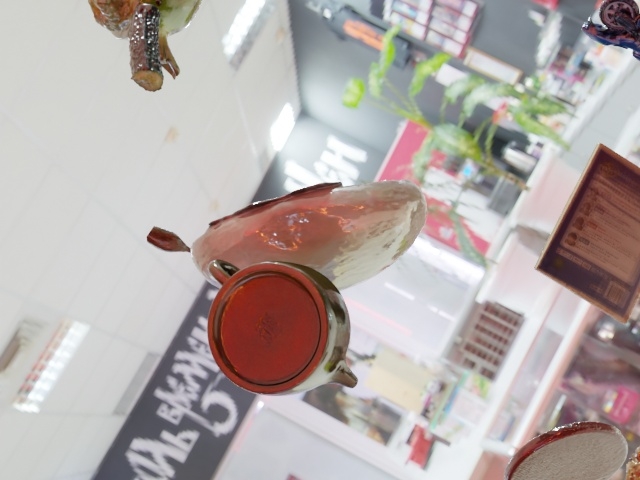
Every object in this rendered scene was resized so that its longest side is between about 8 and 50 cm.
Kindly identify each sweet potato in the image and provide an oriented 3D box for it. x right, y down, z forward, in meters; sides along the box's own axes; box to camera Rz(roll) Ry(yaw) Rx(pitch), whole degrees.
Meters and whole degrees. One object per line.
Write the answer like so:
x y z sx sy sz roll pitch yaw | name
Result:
-0.327 0.006 2.050 0.049 0.117 0.049 -53 22 32 | sweet potato

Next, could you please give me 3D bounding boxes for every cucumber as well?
-0.300 -0.334 1.599 0.058 0.058 0.187 111 156 -46 | cucumber

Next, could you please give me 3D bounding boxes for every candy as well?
0.000 0.000 1.630 0.386 0.186 0.427 -10 -10 -37 | candy

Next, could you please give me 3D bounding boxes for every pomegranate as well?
-0.347 -0.488 1.873 0.260 0.261 0.340 -36 -64 -77 | pomegranate

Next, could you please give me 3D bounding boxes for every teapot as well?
-0.054 0.117 1.323 0.185 0.268 0.175 -50 -18 6 | teapot

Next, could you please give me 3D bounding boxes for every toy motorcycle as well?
0.634 -0.380 1.795 0.092 0.255 0.135 -60 -3 -40 | toy motorcycle

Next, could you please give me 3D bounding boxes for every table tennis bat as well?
0.535 0.508 2.009 0.414 0.268 0.051 64 -173 -47 | table tennis bat

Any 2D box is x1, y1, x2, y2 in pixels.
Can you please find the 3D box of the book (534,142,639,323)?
0.610 -0.017 1.956 0.322 0.228 0.018 -59 4 -15 | book

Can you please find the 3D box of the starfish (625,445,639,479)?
0.485 0.379 1.353 0.301 0.084 0.293 47 -126 -54 | starfish
